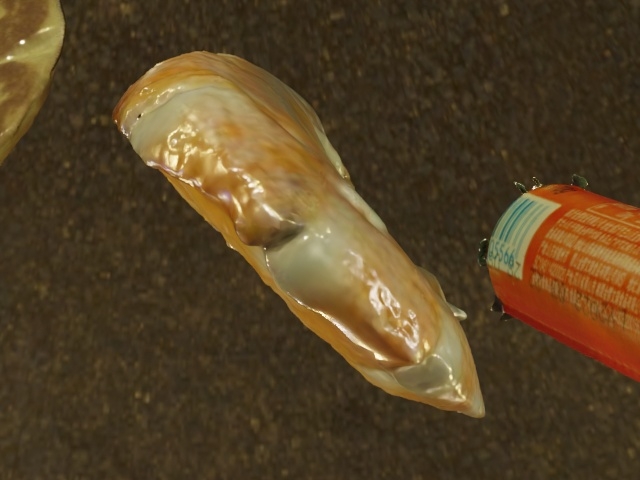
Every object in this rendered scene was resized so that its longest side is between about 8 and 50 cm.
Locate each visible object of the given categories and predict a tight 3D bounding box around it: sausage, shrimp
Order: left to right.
[{"bbox_3d":[0.000,0.000,0.532,0.062,0.317,0.164,-40,92,1],"label":"shrimp"},{"bbox_3d":[0.157,0.033,0.578,0.083,0.264,0.083,-5,104,-20],"label":"sausage"}]

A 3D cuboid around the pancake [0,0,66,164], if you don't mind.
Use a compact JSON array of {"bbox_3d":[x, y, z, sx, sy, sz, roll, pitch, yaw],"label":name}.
[{"bbox_3d":[-0.226,-0.054,0.628,0.250,0.250,0.031,-27,141,13],"label":"pancake"}]
